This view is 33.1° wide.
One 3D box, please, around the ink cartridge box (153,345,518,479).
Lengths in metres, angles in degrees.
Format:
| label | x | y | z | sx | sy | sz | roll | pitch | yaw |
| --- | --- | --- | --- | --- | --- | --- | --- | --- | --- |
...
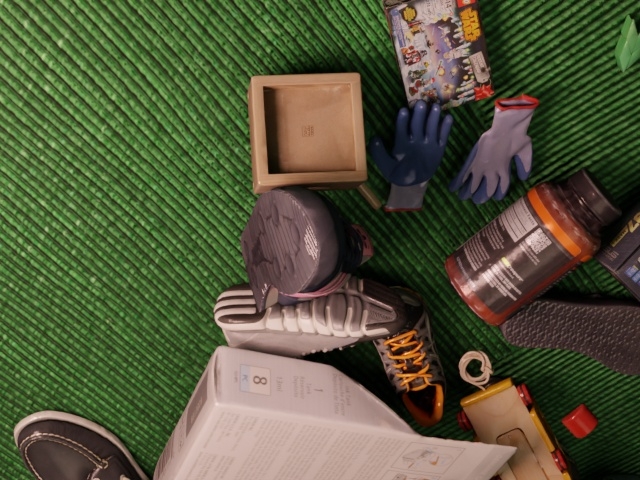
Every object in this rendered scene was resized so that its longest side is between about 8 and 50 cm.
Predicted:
| label | x | y | z | sx | sy | sz | roll | pitch | yaw |
| --- | --- | --- | --- | --- | --- | --- | --- | --- | --- |
| ink cartridge box | 0.007 | 0.277 | 1.369 | 0.384 | 0.091 | 0.308 | 11 | 138 | -17 |

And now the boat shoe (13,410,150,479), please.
| label | x | y | z | sx | sy | sz | roll | pitch | yaw |
| --- | --- | --- | --- | --- | --- | --- | --- | --- | --- |
| boat shoe | -0.281 | 0.334 | 1.406 | 0.114 | 0.091 | 0.302 | -34 | 125 | 16 |

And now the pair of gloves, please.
| label | x | y | z | sx | sy | sz | roll | pitch | yaw |
| --- | --- | --- | --- | --- | --- | --- | --- | --- | --- |
| pair of gloves | 0.145 | -0.094 | 1.185 | 0.198 | 0.023 | 0.159 | -4 | 136 | -13 |

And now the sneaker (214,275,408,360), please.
| label | x | y | z | sx | sy | sz | roll | pitch | yaw |
| --- | --- | --- | --- | --- | --- | --- | --- | --- | --- |
| sneaker | -0.007 | 0.113 | 1.296 | 0.228 | 0.086 | 0.132 | 2 | 135 | 10 |

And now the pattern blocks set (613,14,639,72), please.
| label | x | y | z | sx | sy | sz | roll | pitch | yaw |
| --- | --- | --- | --- | --- | --- | --- | --- | --- | --- |
| pattern blocks set | 0.479 | -0.242 | 1.150 | 0.324 | 0.026 | 0.285 | -5 | 127 | -6 |

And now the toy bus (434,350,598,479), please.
| label | x | y | z | sx | sy | sz | roll | pitch | yaw |
| --- | --- | --- | --- | --- | --- | --- | --- | --- | --- |
| toy bus | 0.250 | 0.246 | 1.425 | 0.190 | 0.104 | 0.202 | 18 | 105 | 4 |

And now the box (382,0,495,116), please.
| label | x | y | z | sx | sy | sz | roll | pitch | yaw |
| --- | --- | --- | --- | --- | --- | --- | --- | --- | --- |
| box | 0.124 | -0.200 | 1.118 | 0.094 | 0.027 | 0.137 | -17 | 128 | 2 |

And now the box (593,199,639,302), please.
| label | x | y | z | sx | sy | sz | roll | pitch | yaw |
| --- | --- | --- | --- | --- | --- | --- | --- | --- | --- |
| box | 0.460 | 0.020 | 1.297 | 0.183 | 0.059 | 0.232 | -48 | 122 | 5 |

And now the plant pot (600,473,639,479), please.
| label | x | y | z | sx | sy | sz | roll | pitch | yaw |
| --- | --- | --- | --- | --- | --- | --- | --- | --- | --- |
| plant pot | 0.448 | 0.491 | 1.563 | 0.271 | 0.272 | 0.255 | 12 | 108 | -18 |

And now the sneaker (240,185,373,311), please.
| label | x | y | z | sx | sy | sz | roll | pitch | yaw |
| --- | --- | --- | --- | --- | --- | --- | --- | --- | --- |
| sneaker | 0.000 | 0.000 | 1.119 | 0.131 | 0.319 | 0.112 | -13 | 86 | -14 |

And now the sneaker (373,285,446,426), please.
| label | x | y | z | sx | sy | sz | roll | pitch | yaw |
| --- | --- | --- | --- | --- | --- | --- | --- | --- | --- |
| sneaker | 0.112 | 0.143 | 1.339 | 0.084 | 0.083 | 0.215 | -22 | 125 | 9 |

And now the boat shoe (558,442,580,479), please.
| label | x | y | z | sx | sy | sz | roll | pitch | yaw |
| --- | --- | --- | --- | --- | --- | --- | --- | --- | --- |
| boat shoe | 0.257 | 0.430 | 1.570 | 0.112 | 0.095 | 0.335 | 21 | 120 | -23 |

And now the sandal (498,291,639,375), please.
| label | x | y | z | sx | sy | sz | roll | pitch | yaw |
| --- | --- | --- | --- | --- | --- | --- | --- | --- | --- |
| sandal | 0.344 | 0.104 | 1.375 | 0.254 | 0.054 | 0.097 | 15 | 112 | -17 |

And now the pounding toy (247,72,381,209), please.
| label | x | y | z | sx | sy | sz | roll | pitch | yaw |
| --- | --- | --- | --- | --- | --- | --- | --- | --- | --- |
| pounding toy | -0.001 | -0.098 | 1.117 | 0.141 | 0.100 | 0.130 | -3 | 86 | -8 |

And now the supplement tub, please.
| label | x | y | z | sx | sy | sz | roll | pitch | yaw |
| --- | --- | --- | --- | --- | --- | --- | --- | --- | --- |
| supplement tub | 0.248 | 0.004 | 1.244 | 0.198 | 0.106 | 0.106 | -40 | 123 | 19 |
